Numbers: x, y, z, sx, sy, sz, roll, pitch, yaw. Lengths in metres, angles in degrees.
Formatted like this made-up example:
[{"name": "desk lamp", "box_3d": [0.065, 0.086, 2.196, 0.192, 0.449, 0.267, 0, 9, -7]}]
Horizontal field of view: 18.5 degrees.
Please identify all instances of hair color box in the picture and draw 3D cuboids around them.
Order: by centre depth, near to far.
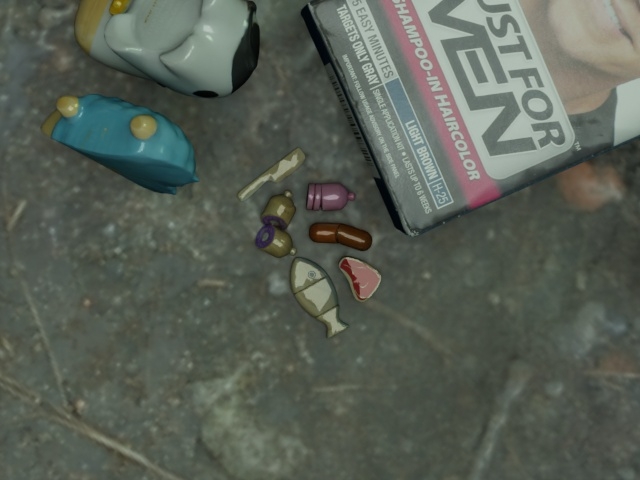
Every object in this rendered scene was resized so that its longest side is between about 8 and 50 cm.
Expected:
[{"name": "hair color box", "box_3d": [0.178, -0.151, 1.324, 0.347, 0.105, 0.174, -24, 95, -1]}]

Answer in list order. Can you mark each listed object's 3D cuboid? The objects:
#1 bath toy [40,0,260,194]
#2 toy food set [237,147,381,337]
[{"name": "bath toy", "box_3d": [-0.060, -0.202, 1.303, 0.151, 0.129, 0.348, 26, 87, 33]}, {"name": "toy food set", "box_3d": [0.000, 0.000, 1.368, 0.078, 0.019, 0.122, -37, 95, 0]}]
